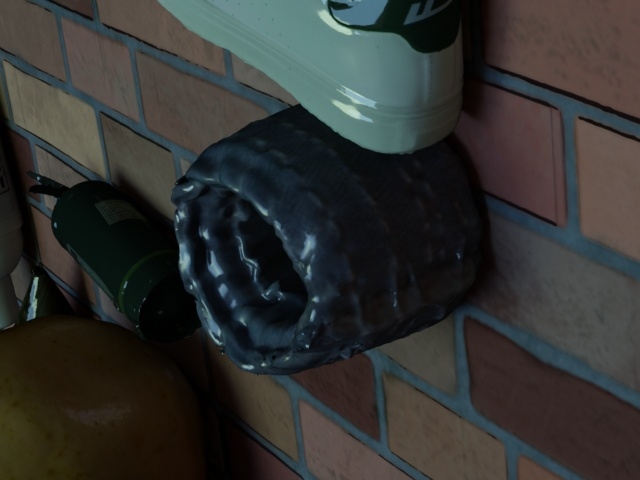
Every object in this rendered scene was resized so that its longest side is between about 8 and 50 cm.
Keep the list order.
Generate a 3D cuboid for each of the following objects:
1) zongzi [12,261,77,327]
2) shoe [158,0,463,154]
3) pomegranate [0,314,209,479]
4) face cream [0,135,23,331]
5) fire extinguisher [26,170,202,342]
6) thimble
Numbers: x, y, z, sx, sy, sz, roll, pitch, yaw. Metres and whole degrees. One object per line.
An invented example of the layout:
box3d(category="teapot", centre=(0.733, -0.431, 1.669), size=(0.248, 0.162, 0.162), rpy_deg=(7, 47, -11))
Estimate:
box3d(category="zongzi", centre=(-0.314, 0.175, 1.980), size=(0.221, 0.112, 0.242), rpy_deg=(57, 149, 27))
box3d(category="shoe", centre=(-0.025, -0.222, 1.169), size=(0.363, 0.132, 0.160), rpy_deg=(44, 144, 34))
box3d(category="pomegranate", centre=(-0.318, 0.252, 1.739), size=(0.411, 0.411, 0.411), rpy_deg=(40, 141, 44))
box3d(category="face cream", centre=(-0.463, -0.034, 2.084), size=(0.145, 0.145, 0.370), rpy_deg=(12, 119, 59))
box3d(category="fire extinguisher", centre=(-0.226, 0.003, 1.725), size=(0.294, 0.118, 0.093), rpy_deg=(40, 106, 44))
box3d(category="thimble", centre=(0.000, 0.000, 1.223), size=(0.236, 0.172, 0.205), rpy_deg=(26, 133, 51))
